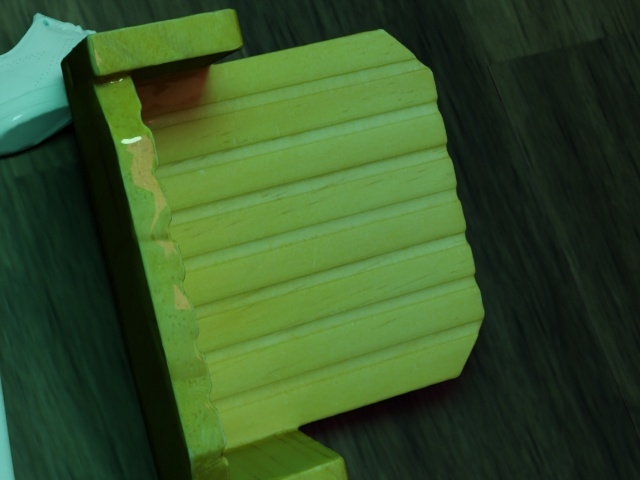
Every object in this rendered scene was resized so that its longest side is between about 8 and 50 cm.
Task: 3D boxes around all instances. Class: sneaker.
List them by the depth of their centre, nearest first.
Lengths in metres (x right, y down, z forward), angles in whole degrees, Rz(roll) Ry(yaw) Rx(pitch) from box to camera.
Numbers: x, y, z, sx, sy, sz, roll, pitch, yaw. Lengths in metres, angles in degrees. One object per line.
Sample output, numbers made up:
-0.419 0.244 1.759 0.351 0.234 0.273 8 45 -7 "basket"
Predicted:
-0.191 -0.145 1.447 0.212 0.080 0.094 -22 72 -34 "sneaker"

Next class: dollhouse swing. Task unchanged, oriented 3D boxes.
0.000 0.000 1.339 0.305 0.315 0.347 -13 94 -12 "dollhouse swing"

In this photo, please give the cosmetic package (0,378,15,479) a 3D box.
-0.394 0.094 1.074 0.327 0.329 0.394 -2 73 -30 "cosmetic package"
